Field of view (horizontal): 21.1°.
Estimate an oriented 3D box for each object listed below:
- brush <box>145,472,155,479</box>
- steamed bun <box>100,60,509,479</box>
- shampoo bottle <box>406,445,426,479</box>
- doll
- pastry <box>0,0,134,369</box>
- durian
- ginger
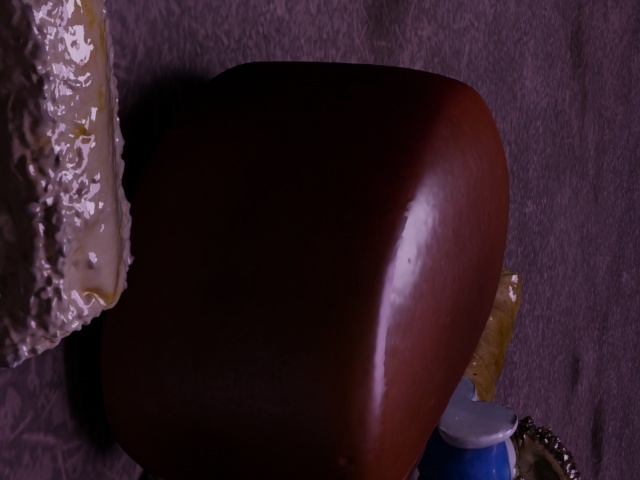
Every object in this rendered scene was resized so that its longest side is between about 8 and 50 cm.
[{"bbox_3d":[-0.088,0.306,1.320,0.060,0.050,0.321,-67,154,-50],"label":"brush"},{"bbox_3d":[0.000,0.000,1.218,0.379,0.235,0.248,-54,148,-54],"label":"steamed bun"},{"bbox_3d":[0.041,0.230,1.635,0.236,0.068,0.067,-43,133,-65],"label":"shampoo bottle"},{"bbox_3d":[0.157,0.269,1.810,0.215,0.161,0.257,-129,-146,-56],"label":"doll"},{"bbox_3d":[-0.162,-0.065,0.993,0.121,0.089,0.259,-68,159,-69],"label":"pastry"},{"bbox_3d":[0.233,0.315,2.083,0.196,0.167,0.196,-49,158,-27],"label":"durian"},{"bbox_3d":[0.185,0.137,2.008,0.118,0.065,0.299,93,16,-44],"label":"ginger"}]
